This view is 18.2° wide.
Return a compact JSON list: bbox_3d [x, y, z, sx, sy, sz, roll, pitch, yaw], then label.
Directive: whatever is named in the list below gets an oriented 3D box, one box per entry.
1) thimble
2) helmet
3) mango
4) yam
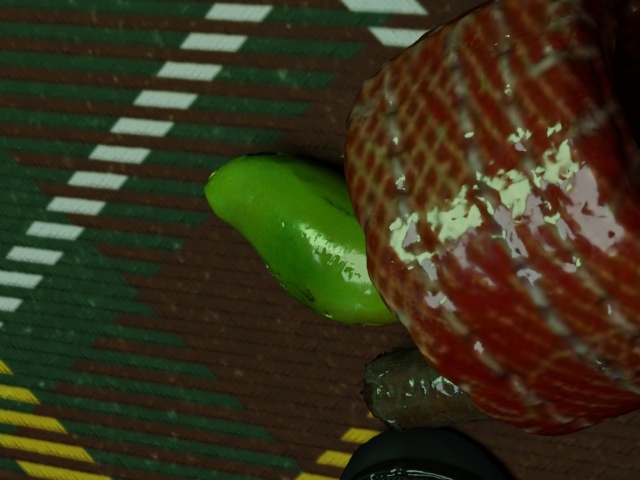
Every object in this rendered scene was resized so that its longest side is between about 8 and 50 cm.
[{"bbox_3d":[0.203,-0.034,1.516,0.231,0.350,0.350,-26,97,35],"label":"thimble"},{"bbox_3d":[0.089,0.327,1.842,0.230,0.160,0.278,-6,109,32],"label":"helmet"},{"bbox_3d":[0.000,0.000,1.777,0.233,0.111,0.125,26,117,18],"label":"mango"},{"bbox_3d":[0.114,0.128,1.793,0.141,0.079,0.079,-12,105,32],"label":"yam"}]
